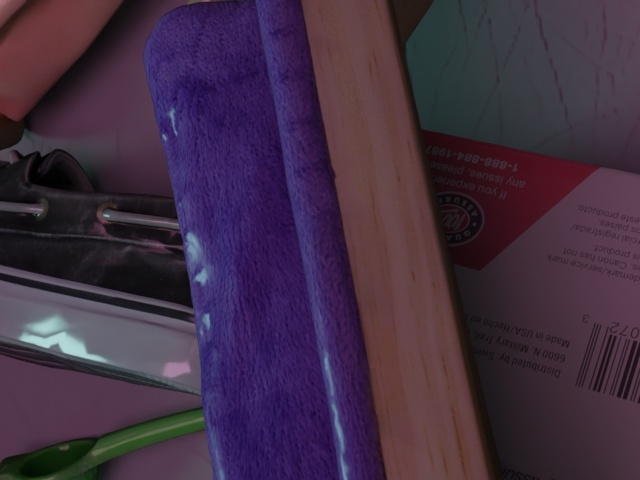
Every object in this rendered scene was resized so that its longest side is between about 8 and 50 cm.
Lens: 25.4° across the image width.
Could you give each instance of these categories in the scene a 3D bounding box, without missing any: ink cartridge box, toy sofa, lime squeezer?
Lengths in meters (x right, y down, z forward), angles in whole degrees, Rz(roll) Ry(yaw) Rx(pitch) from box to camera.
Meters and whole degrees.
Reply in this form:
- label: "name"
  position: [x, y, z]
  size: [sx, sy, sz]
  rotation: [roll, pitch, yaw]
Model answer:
- label: "ink cartridge box"
  position: [0.090, 0.111, 0.648]
  size: [0.207, 0.117, 0.283]
  rotation: [14, 75, 22]
- label: "toy sofa"
  position: [0.000, 0.000, 0.573]
  size: [0.177, 0.150, 0.362]
  rotation: [-16, 64, 13]
- label: "lime squeezer"
  position: [-0.159, 0.172, 0.858]
  size: [0.110, 0.059, 0.310]
  rotation: [46, 110, 15]

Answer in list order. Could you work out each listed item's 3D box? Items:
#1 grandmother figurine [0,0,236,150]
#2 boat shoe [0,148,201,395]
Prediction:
- label: "grandmother figurine"
  position: [-0.111, -0.196, 0.782]
  size: [0.208, 0.104, 0.342]
  rotation: [46, 114, 5]
- label: "boat shoe"
  position: [-0.161, 0.007, 0.826]
  size: [0.335, 0.121, 0.119]
  rotation: [12, 77, 24]
